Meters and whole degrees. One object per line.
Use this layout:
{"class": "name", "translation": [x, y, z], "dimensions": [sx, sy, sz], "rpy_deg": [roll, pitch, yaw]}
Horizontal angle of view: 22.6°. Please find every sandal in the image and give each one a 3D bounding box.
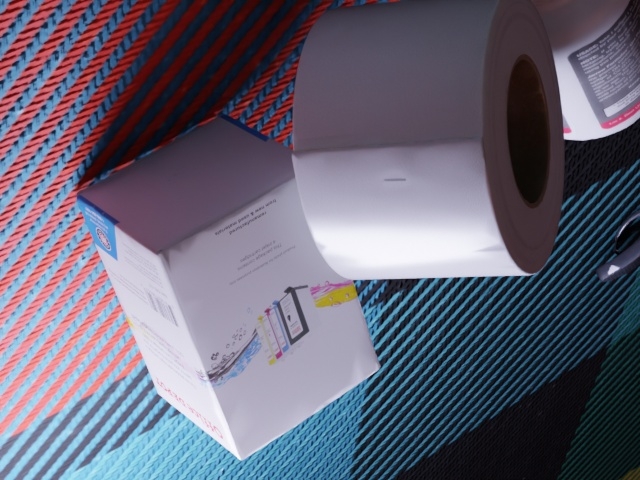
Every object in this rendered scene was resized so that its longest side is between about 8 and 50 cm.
{"class": "sandal", "translation": [0.486, -0.034, 2.289], "dimensions": [0.254, 0.054, 0.097], "rpy_deg": [-42, 166, -2]}

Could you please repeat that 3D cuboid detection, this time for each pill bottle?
{"class": "pill bottle", "translation": [0.228, -0.232, 1.541], "dimensions": [0.176, 0.176, 0.318], "rpy_deg": [-43, 153, 2]}

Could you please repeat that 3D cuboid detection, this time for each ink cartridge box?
{"class": "ink cartridge box", "translation": [-0.081, 0.040, 1.454], "dimensions": [0.168, 0.171, 0.232], "rpy_deg": [-31, 123, -21]}

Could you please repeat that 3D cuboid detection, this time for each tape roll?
{"class": "tape roll", "translation": [0.101, -0.088, 1.387], "dimensions": [0.169, 0.246, 0.246], "rpy_deg": [-2, 163, 23]}
